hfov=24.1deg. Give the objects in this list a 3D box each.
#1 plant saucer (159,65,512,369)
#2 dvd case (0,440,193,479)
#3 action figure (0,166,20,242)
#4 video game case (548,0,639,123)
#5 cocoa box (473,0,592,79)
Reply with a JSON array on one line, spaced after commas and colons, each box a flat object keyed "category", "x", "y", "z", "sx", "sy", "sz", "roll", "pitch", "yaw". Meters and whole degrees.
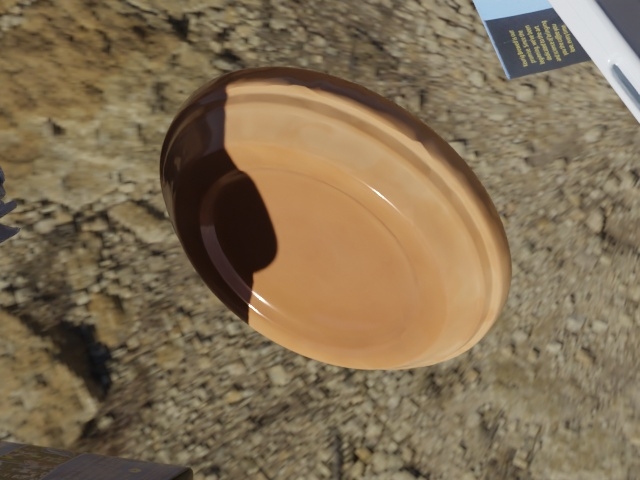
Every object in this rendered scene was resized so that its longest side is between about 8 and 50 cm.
[{"category": "plant saucer", "x": 0.000, "y": 0.000, "z": 0.777, "sx": 0.200, "sy": 0.037, "sz": 0.200, "roll": 19, "pitch": 139, "yaw": 17}, {"category": "dvd case", "x": -0.215, "y": 0.132, "z": 0.776, "sx": 0.253, "sy": 0.180, "sz": 0.022, "roll": 6, "pitch": 97, "yaw": 16}, {"category": "action figure", "x": -0.292, "y": 0.002, "z": 0.929, "sx": 0.185, "sy": 0.285, "sz": 0.099, "roll": -15, "pitch": 94, "yaw": -24}, {"category": "video game case", "x": 0.245, "y": -0.075, "z": 0.755, "sx": 0.206, "sy": 0.227, "sz": 0.026, "roll": 57, "pitch": 139, "yaw": 16}, {"category": "cocoa box", "x": 0.223, "y": -0.351, "z": 1.356, "sx": 0.228, "sy": 0.347, "sz": 0.231, "roll": -12, "pitch": 56, "yaw": 17}]
